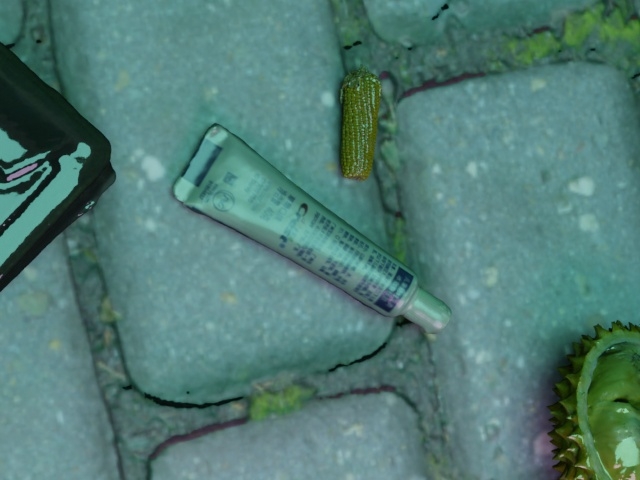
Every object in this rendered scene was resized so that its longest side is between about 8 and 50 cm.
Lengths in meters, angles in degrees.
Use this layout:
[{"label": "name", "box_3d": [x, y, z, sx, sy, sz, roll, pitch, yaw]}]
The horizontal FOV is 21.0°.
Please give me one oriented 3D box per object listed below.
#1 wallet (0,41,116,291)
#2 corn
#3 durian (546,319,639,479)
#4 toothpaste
[{"label": "wallet", "box_3d": [-0.266, -0.020, 1.110, 0.168, 0.052, 0.245, 44, 76, -6]}, {"label": "corn", "box_3d": [0.027, -0.084, 1.224, 0.028, 0.027, 0.083, 9, 83, -39]}, {"label": "durian", "box_3d": [0.225, 0.124, 1.249, 0.146, 0.102, 0.208, 45, 51, -13]}, {"label": "toothpaste", "box_3d": [0.000, 0.000, 1.205, 0.216, 0.037, 0.062, 33, 77, -10]}]
